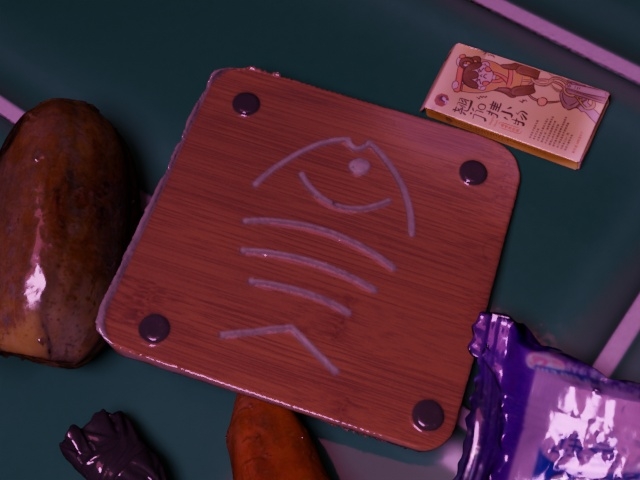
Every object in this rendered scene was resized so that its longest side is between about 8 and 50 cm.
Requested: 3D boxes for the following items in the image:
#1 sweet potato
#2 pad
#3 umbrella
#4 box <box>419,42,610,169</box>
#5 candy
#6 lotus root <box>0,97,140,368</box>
[{"bbox_3d":[0.002,0.241,0.669,0.112,0.112,0.359,-23,67,1],"label":"sweet potato"},{"bbox_3d":[0.000,0.000,0.775,0.286,0.018,0.284,18,64,5],"label":"pad"},{"bbox_3d":[-0.109,0.228,0.726,0.236,0.059,0.066,45,40,18],"label":"umbrella"},{"bbox_3d":[0.167,-0.118,0.827,0.149,0.020,0.073,22,75,17],"label":"box"},{"bbox_3d":[0.229,0.152,0.688,0.275,0.070,0.145,15,79,10],"label":"candy"},{"bbox_3d":[-0.216,-0.007,0.796,0.122,0.124,0.241,-5,70,24],"label":"lotus root"}]
